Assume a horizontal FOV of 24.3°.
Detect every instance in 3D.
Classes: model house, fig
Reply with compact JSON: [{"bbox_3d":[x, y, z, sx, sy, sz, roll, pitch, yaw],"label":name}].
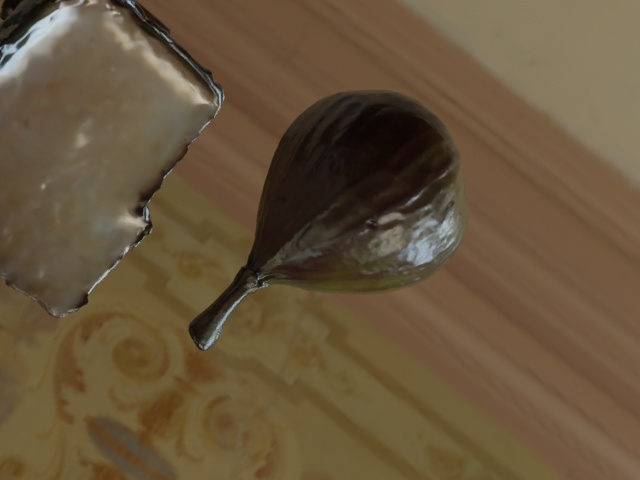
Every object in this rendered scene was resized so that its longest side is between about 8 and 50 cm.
[{"bbox_3d":[-0.181,-0.089,0.929,0.166,0.183,0.172,43,-178,-38],"label":"model house"},{"bbox_3d":[0.000,0.000,1.479,0.321,0.217,0.217,-43,-98,-12],"label":"fig"}]
